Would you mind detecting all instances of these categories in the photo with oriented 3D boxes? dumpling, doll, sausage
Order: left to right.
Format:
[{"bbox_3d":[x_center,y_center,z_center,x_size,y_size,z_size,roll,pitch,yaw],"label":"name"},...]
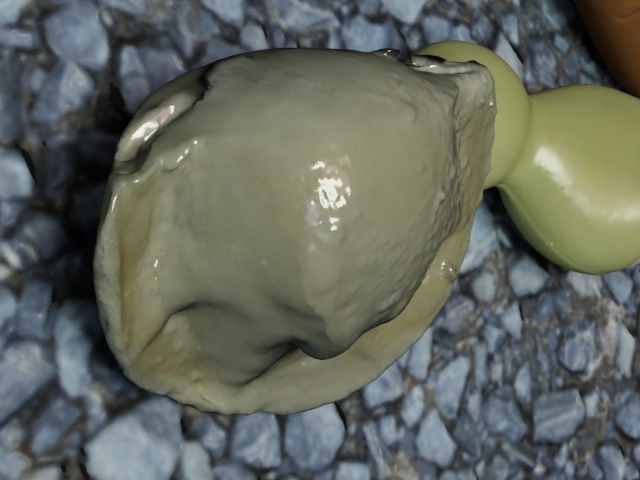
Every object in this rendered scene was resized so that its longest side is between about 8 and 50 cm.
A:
[{"bbox_3d":[0.001,0.002,0.641,0.243,0.175,0.227,-5,114,-5],"label":"dumpling"},{"bbox_3d":[0.153,-0.061,0.802,0.296,0.117,0.141,19,74,-20],"label":"doll"},{"bbox_3d":[0.223,-0.213,0.843,0.289,0.086,0.086,46,57,-47],"label":"sausage"}]
